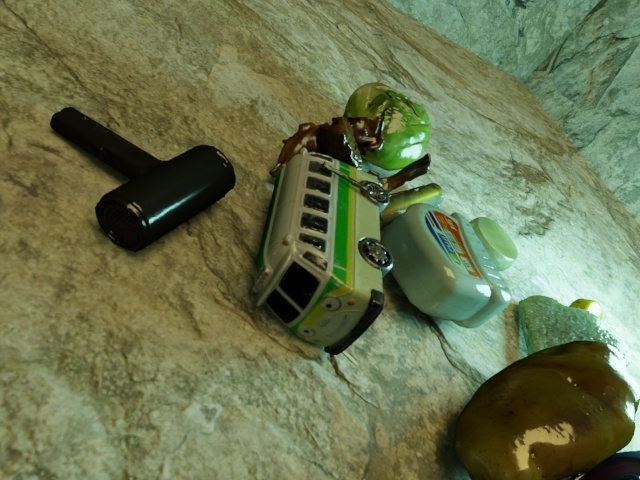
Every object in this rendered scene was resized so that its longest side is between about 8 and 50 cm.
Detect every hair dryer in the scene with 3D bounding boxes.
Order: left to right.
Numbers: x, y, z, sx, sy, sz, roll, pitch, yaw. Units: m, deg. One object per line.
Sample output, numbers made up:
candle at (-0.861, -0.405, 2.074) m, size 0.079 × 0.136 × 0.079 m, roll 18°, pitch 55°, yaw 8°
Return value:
hair dryer at (-0.277, -0.107, 0.654) m, size 0.251 × 0.089 × 0.197 m, roll 33°, pitch 39°, yaw 6°

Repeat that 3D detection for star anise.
star anise at (0.065, -0.170, 0.903) m, size 0.346 × 0.148 × 0.237 m, roll 2°, pitch 7°, yaw -23°

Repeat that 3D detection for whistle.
whistle at (0.176, -0.076, 1.005) m, size 0.326 × 0.057 × 0.068 m, roll -19°, pitch 66°, yaw -48°

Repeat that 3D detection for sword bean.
sword bean at (0.038, -0.101, 0.724) m, size 0.083 × 0.012 × 0.012 m, roll 30°, pitch 38°, yaw -1°

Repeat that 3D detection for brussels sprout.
brussels sprout at (0.153, -0.265, 1.101) m, size 0.223 × 0.161 × 0.223 m, roll 6°, pitch 58°, yaw -9°

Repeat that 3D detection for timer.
timer at (0.630, 0.192, 1.078) m, size 0.107 × 0.109 × 0.107 m, roll -5°, pitch 98°, yaw -37°

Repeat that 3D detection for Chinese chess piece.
Chinese chess piece at (0.413, 0.009, 1.121) m, size 0.144 × 0.058 × 0.144 m, roll 24°, pitch 41°, yaw -23°

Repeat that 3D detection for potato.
potato at (0.341, 0.266, 0.696) m, size 0.369 × 0.177 × 0.195 m, roll -14°, pitch 38°, yaw -36°

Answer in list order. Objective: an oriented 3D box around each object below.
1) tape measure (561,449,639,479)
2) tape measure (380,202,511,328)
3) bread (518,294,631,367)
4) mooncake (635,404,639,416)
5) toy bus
tape measure at (0.418, 0.392, 0.608) m, size 0.149 × 0.231 × 0.245 m, roll 49°, pitch 42°, yaw 11°
tape measure at (0.227, 0.042, 0.879) m, size 0.246 × 0.125 × 0.243 m, roll 16°, pitch 37°, yaw -32°
bread at (0.523, 0.213, 0.941) m, size 0.207 × 0.056 × 0.287 m, roll 6°, pitch 35°, yaw 6°
mooncake at (0.561, 0.315, 0.926) m, size 0.130 × 0.073 × 0.125 m, roll -21°, pitch 64°, yaw -44°
toy bus at (0.000, 0.000, 0.713) m, size 0.179 × 0.143 × 0.306 m, roll 24°, pitch 41°, yaw -17°
